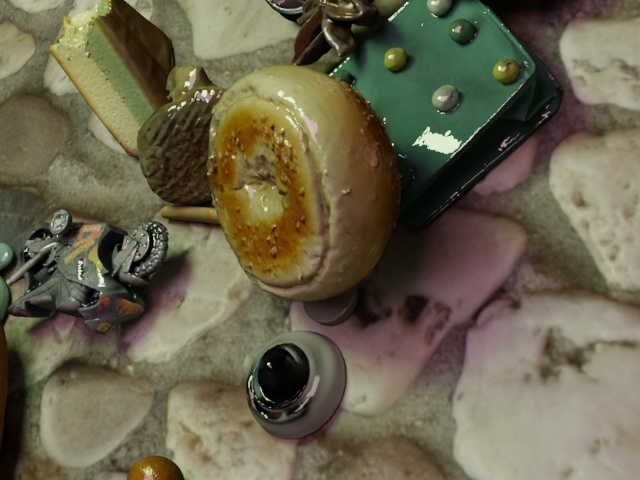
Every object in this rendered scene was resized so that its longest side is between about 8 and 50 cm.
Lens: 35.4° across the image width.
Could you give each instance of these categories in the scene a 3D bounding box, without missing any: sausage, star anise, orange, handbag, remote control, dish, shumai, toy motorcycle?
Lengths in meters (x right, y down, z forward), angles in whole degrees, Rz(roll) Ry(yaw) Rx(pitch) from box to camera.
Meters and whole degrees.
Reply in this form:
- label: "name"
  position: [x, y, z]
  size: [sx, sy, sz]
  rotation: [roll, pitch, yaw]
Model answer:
- label: "sausage"
  position: [-0.181, -0.038, 1.466]
  size: [0.132, 0.024, 0.024]
  rotation: [5, 70, 36]
- label: "star anise"
  position: [0.032, -0.334, 1.377]
  size: [0.212, 0.073, 0.196]
  rotation: [6, 75, 63]
- label: "orange"
  position: [-0.211, 0.314, 1.279]
  size: [0.085, 0.085, 0.085]
  rotation: [-15, 60, 28]
- label: "handbag"
  position: [0.133, -0.187, 1.278]
  size: [0.274, 0.100, 0.268]
  rotation: [-39, 52, 12]
- label: "remote control"
  position: [0.000, 0.000, 1.326]
  size: [0.077, 0.022, 0.244]
  rotation: [-23, 57, 21]
- label: "dish"
  position: [-0.048, 0.168, 1.238]
  size: [0.141, 0.078, 0.141]
  rotation: [-15, 60, 28]
- label: "shumai"
  position: [-0.171, -0.160, 1.459]
  size: [0.209, 0.161, 0.153]
  rotation: [-47, 25, 30]
- label: "toy motorcycle"
  position: [-0.347, 0.051, 1.484]
  size: [0.307, 0.108, 0.173]
  rotation: [-2, 72, 36]

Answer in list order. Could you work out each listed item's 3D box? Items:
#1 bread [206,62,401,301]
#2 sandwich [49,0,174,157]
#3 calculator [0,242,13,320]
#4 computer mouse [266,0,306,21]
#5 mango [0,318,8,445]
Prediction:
- label: "bread"
  position: [-0.019, -0.072, 1.207]
  size: [0.306, 0.159, 0.305]
  rotation: [31, 131, 45]
- label: "sandwich"
  position: [-0.323, -0.267, 1.572]
  size: [0.108, 0.186, 0.220]
  rotation: [-26, 56, 24]
- label: "calculator"
  position: [-0.600, 0.132, 1.651]
  size: [0.186, 0.041, 0.298]
  rotation: [22, 82, 39]
- label: "computer mouse"
  position: [-0.040, -0.437, 1.523]
  size: [0.137, 0.096, 0.233]
  rotation: [-33, 52, 16]
- label: "mango"
  position: [-0.551, 0.240, 1.457]
  size: [0.199, 0.201, 0.349]
  rotation: [-33, 42, 48]
